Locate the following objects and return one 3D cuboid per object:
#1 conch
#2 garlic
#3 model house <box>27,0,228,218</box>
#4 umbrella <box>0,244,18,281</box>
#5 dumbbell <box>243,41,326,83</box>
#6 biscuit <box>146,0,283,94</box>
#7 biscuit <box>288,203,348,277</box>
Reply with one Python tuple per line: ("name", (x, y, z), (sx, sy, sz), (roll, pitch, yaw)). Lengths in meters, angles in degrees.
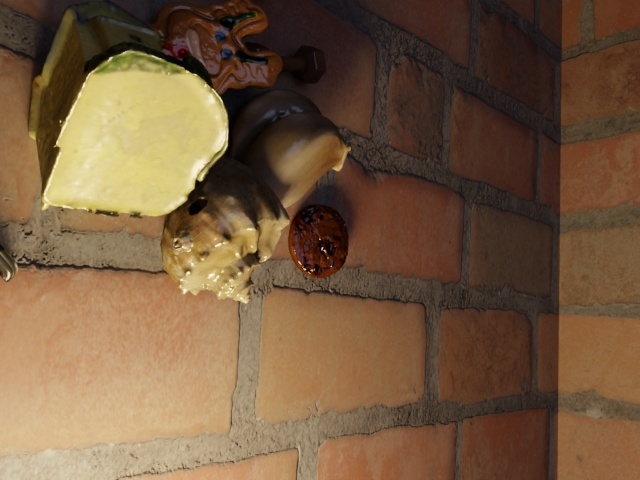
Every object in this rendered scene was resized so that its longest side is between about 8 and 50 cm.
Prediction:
("conch", (-0.200, -0.032, 1.119), (0.263, 0.186, 0.324), (-29, 105, -5))
("garlic", (-0.111, -0.192, 1.285), (0.340, 0.231, 0.245), (-46, 162, -17))
("model house", (-0.329, -0.229, 0.968), (0.261, 0.321, 0.266), (5, 44, -43))
("umbrella", (-0.556, -0.040, 0.901), (0.071, 0.071, 0.248), (-53, 126, -32))
("dumbbell", (-0.087, -0.414, 1.354), (0.231, 0.092, 0.082), (-15, 70, -43))
("biscuit", (-0.237, -0.385, 1.174), (0.334, 0.047, 0.201), (-19, 97, -26))
("biscuit", (0.000, 0.000, 1.434), (0.192, 0.049, 0.191), (9, 77, -43))
